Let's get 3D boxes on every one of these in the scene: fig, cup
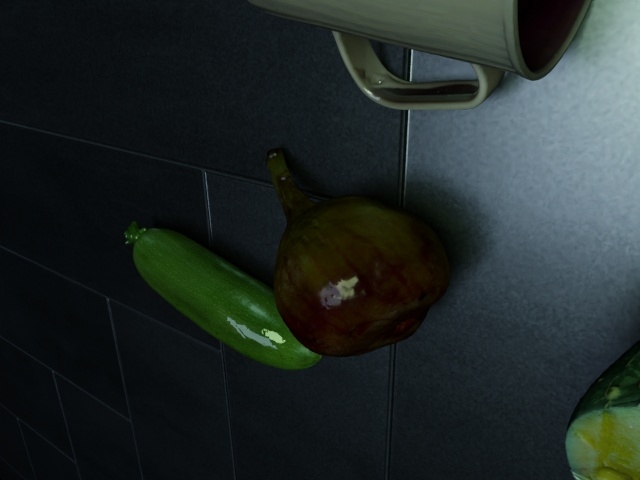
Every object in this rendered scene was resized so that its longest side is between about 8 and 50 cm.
[{"bbox_3d":[0.031,0.004,0.659,0.290,0.191,0.190,-109,28,-51],"label":"fig"},{"bbox_3d":[0.088,-0.249,0.454,0.273,0.288,0.208,24,87,30],"label":"cup"}]

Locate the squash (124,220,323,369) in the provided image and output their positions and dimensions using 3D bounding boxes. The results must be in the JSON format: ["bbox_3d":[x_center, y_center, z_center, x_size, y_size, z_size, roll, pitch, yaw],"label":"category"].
[{"bbox_3d":[-0.165,0.076,0.846,0.395,0.107,0.107,30,126,25],"label":"squash"}]

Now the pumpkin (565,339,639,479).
[{"bbox_3d":[0.357,0.178,0.419,0.263,0.197,0.292,-10,112,55],"label":"pumpkin"}]
